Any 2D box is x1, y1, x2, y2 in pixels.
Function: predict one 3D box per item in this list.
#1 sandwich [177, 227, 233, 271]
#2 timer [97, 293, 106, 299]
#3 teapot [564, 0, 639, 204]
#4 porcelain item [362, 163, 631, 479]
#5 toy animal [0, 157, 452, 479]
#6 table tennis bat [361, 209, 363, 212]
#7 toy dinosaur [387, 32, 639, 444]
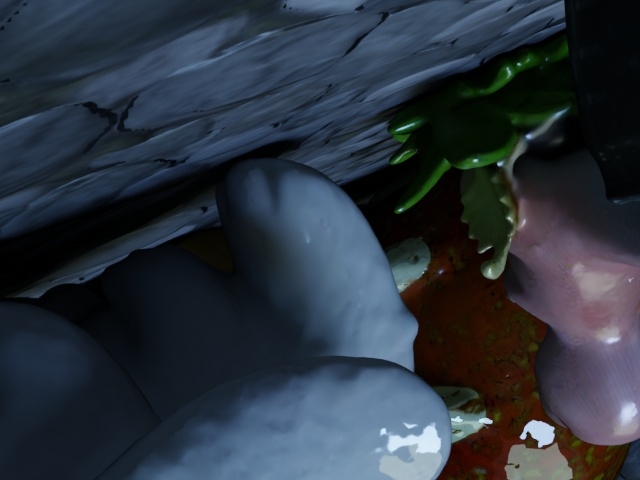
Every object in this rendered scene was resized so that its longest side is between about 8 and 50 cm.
[{"bbox_3d":[-0.018,0.089,0.917,0.117,0.187,0.144,-55,161,16],"label":"sandwich"},{"bbox_3d":[-0.158,0.068,0.995,0.140,0.047,0.128,-24,175,7],"label":"timer"},{"bbox_3d":[0.100,-0.063,0.351,0.092,0.090,0.124,-21,-179,-38],"label":"teapot"},{"bbox_3d":[0.068,0.077,1.043,0.253,0.253,0.253,-23,176,-2],"label":"porcelain item"},{"bbox_3d":[-0.098,0.103,0.654,0.272,0.206,0.265,-23,-179,31],"label":"toy animal"},{"bbox_3d":[0.000,0.000,1.218,0.220,0.019,0.130,-20,175,-21],"label":"table tennis bat"},{"bbox_3d":[0.108,0.008,0.747,0.152,0.177,0.194,-23,175,-28],"label":"toy dinosaur"}]
